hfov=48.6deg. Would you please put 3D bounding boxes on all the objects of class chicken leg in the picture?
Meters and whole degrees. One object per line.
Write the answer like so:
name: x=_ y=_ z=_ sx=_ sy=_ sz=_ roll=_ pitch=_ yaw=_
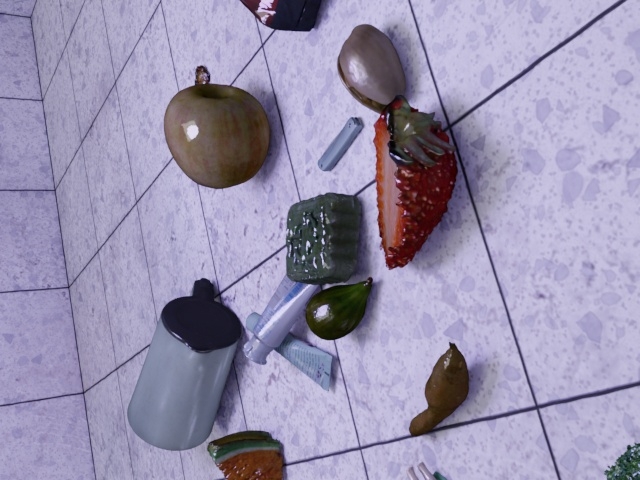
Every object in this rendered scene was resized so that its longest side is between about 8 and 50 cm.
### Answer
chicken leg: x=-0.337 y=-0.437 z=2.044 sx=0.062 sy=0.037 sz=0.145 roll=-13 pitch=79 yaw=41

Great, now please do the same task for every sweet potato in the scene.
sweet potato: x=0.216 y=0.275 z=1.252 sx=0.075 sy=0.074 sz=0.269 roll=56 pitch=145 yaw=37

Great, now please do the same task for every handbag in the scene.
handbag: x=-0.098 y=-0.592 z=1.558 sx=0.254 sy=0.181 sz=0.181 roll=53 pitch=135 yaw=36

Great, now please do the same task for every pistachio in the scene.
pistachio: x=0.099 y=-0.328 z=1.352 sx=0.124 sy=0.124 sz=0.185 roll=-36 pitch=79 yaw=50

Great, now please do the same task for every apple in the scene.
apple: x=-0.252 y=-0.256 z=1.739 sx=0.257 sy=0.256 sz=0.234 roll=45 pitch=142 yaw=44

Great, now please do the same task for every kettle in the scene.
kettle: x=-0.375 y=0.333 z=2.011 sx=0.361 sy=0.250 sz=0.377 roll=-95 pitch=23 yaw=-60

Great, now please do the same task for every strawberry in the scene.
strawberry: x=0.169 y=-0.094 z=1.275 sx=0.306 sy=0.137 sz=0.233 roll=87 pitch=175 yaw=-47

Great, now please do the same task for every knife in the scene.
knife: x=0.039 y=-0.206 z=1.518 sx=0.162 sy=0.023 sz=0.044 roll=-50 pitch=48 yaw=45

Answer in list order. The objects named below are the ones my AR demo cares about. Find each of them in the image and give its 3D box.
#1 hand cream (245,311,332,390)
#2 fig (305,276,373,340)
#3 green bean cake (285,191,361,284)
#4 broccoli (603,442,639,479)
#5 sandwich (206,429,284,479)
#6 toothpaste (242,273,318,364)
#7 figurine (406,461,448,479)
hand cream: x=-0.079 y=0.252 z=1.687 sx=0.331 sy=0.058 sz=0.085 roll=25 pitch=111 yaw=52
fig: x=0.052 y=0.136 z=1.467 sx=0.177 sy=0.117 sz=0.117 roll=-31 pitch=65 yaw=28
green bean cake: x=0.000 y=0.000 z=1.505 sx=0.183 sy=0.094 sz=0.185 roll=-10 pitch=76 yaw=55
broccoli: x=0.447 y=0.341 z=0.815 sx=0.269 sy=0.261 sz=0.241 roll=44 pitch=167 yaw=-3
sandwich: x=-0.189 y=0.557 z=1.763 sx=0.109 sy=0.184 sz=0.160 roll=-25 pitch=69 yaw=61
toothpaste: x=-0.078 y=0.148 z=1.637 sx=0.299 sy=0.073 sz=0.114 roll=-58 pitch=43 yaw=10
figurine: x=0.220 y=0.484 z=1.265 sx=0.187 sy=0.083 sz=0.083 roll=51 pitch=132 yaw=32
